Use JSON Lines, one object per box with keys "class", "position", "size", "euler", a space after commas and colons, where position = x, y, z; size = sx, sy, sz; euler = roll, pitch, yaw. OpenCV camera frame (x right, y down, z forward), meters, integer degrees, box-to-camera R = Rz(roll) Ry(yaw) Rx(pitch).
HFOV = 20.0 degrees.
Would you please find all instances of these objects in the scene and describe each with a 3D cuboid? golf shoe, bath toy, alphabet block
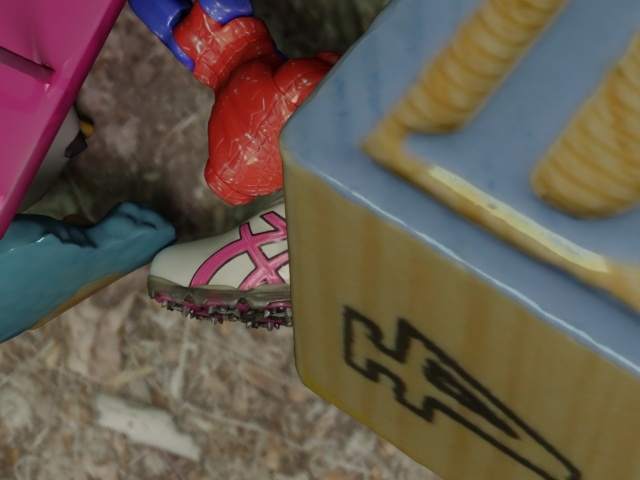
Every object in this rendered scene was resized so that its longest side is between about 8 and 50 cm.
{"class": "golf shoe", "position": [0.000, 0.000, 0.891], "size": [0.186, 0.067, 0.086], "euler": [-6, 76, 25]}
{"class": "bath toy", "position": [-0.209, -0.122, 0.929], "size": [0.129, 0.151, 0.348], "euler": [-30, 82, -6]}
{"class": "alphabet block", "position": [0.112, -0.005, 0.712], "size": [0.193, 0.192, 0.197], "euler": [34, 158, 18]}

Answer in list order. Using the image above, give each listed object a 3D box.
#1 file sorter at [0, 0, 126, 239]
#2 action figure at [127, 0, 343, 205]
{"class": "file sorter", "position": [-0.181, -0.179, 0.757], "size": [0.202, 0.182, 0.291], "euler": [28, 90, 11]}
{"class": "action figure", "position": [-0.030, -0.105, 0.872], "size": [0.091, 0.139, 0.280], "euler": [-50, 56, 29]}
